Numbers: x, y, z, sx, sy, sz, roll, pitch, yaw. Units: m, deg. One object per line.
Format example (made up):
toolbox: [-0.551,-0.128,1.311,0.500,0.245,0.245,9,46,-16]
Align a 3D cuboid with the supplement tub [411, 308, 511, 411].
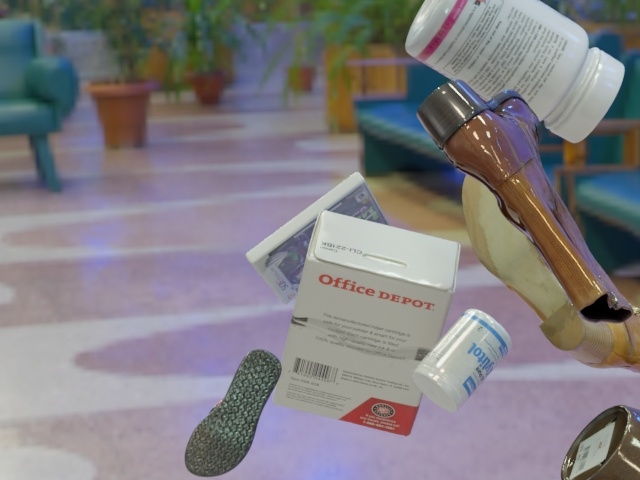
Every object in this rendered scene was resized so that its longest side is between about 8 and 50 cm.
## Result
supplement tub: [0.165,0.138,1.866,0.107,0.071,0.071,-48,33,-18]

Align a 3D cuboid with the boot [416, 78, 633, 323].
boot: [0.242,-0.037,1.675,0.096,0.280,0.264,-41,-17,9]

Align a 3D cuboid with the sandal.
sandal: [-0.101,0.210,1.898,0.067,0.040,0.179,32,60,-1]

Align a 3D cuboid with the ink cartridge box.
ink cartridge box: [0.060,0.112,2.152,0.197,0.273,0.114,14,39,0]

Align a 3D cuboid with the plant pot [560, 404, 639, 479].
plant pot: [0.375,0.286,1.708,0.230,0.215,0.215,38,8,-11]

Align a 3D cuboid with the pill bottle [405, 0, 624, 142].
pill bottle: [0.277,-0.265,2.274,0.283,0.160,0.160,30,10,-9]

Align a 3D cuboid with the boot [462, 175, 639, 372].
boot: [0.299,0.038,2.016,0.104,0.295,0.211,-37,-27,22]

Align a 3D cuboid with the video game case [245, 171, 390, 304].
video game case: [0.000,0.000,2.219,0.190,0.022,0.173,-37,-26,-1]
